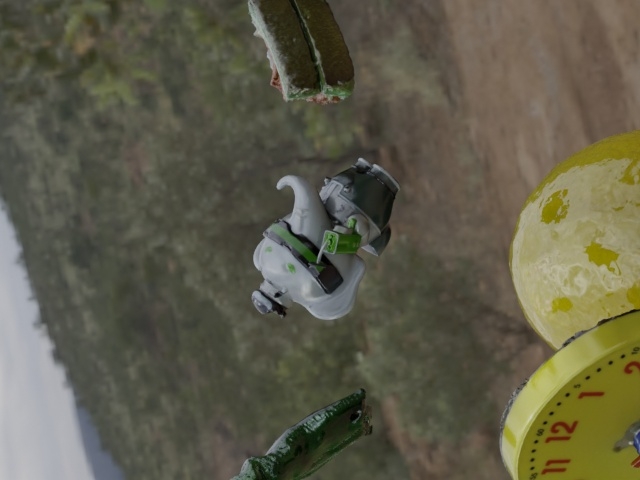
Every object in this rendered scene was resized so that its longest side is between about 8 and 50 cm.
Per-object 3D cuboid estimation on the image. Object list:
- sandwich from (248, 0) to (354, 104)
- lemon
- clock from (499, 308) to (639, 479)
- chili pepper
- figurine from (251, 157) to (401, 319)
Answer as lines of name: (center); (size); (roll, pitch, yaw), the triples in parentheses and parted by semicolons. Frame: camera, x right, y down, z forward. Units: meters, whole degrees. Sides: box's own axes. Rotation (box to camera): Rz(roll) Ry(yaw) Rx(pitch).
sandwich: (-0.028, -0.235, 1.787); (0.160, 0.109, 0.185); (99, 157, -59)
lemon: (0.402, 0.023, 1.644); (0.348, 0.348, 0.348); (169, 90, -81)
clock: (0.325, 0.188, 1.355); (0.071, 0.293, 0.277); (-112, 25, -49)
chili pepper: (-0.018, 0.251, 1.637); (0.061, 0.224, 0.098); (42, 149, 25)
figurine: (0.000, 0.000, 1.392); (0.147, 0.192, 0.126); (34, 173, 44)
